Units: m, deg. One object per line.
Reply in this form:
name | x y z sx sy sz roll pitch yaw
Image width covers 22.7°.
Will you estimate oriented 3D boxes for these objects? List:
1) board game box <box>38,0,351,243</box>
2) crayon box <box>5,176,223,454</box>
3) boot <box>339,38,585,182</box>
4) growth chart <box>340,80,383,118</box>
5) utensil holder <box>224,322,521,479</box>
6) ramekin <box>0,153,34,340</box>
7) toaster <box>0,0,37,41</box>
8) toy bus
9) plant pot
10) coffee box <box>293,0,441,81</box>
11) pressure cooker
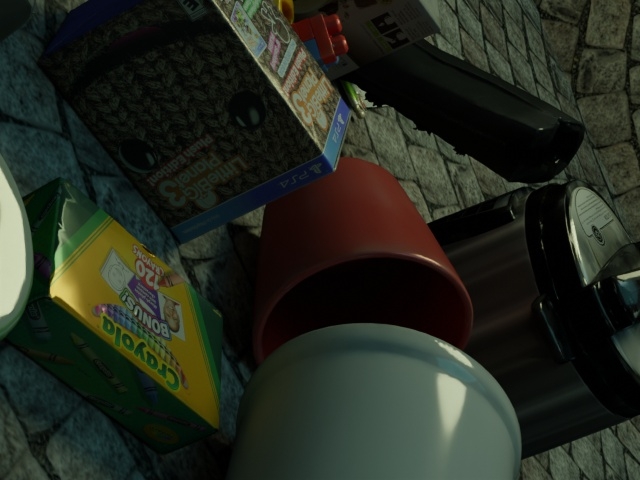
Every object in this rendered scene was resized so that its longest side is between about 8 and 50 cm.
board game box | -0.143 -0.180 1.889 0.291 0.232 0.141 53 28 -24
crayon box | -0.217 0.083 1.675 0.278 0.081 0.165 44 31 -38
boot | 0.213 -0.250 2.431 0.367 0.445 0.146 -27 137 -49
growth chart | 0.067 -0.291 2.668 0.172 0.021 0.237 64 24 0
utensil holder | 0.041 0.333 1.668 0.327 0.327 0.385 52 29 -27
ramekin | -0.383 -0.009 1.350 0.303 0.148 0.303 45 31 -37
toaster | -0.379 -0.319 1.699 0.186 0.110 0.168 46 29 -34
toy bus | -0.077 -0.261 2.088 0.149 0.211 0.220 44 24 -74
plant pot | 0.037 0.041 2.034 0.275 0.275 0.243 46 20 -36
coffee box | 0.010 -0.327 2.252 0.119 0.297 0.168 47 29 -41
pressure cooker | 0.330 0.114 2.329 0.375 0.420 0.370 44 33 -38
